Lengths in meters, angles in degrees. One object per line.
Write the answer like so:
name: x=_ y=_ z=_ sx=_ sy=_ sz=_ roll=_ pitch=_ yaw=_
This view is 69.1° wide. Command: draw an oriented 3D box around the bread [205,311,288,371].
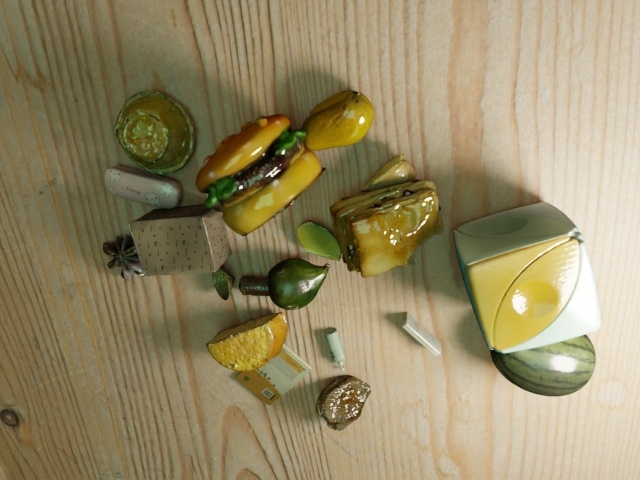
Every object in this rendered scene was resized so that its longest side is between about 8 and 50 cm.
bread: x=-0.274 y=0.421 z=1.855 sx=0.340 sy=0.194 sz=0.179 roll=-21 pitch=93 yaw=14

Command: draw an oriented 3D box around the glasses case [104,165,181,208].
glasses case: x=-0.672 y=-0.200 z=1.757 sx=0.297 sy=0.075 sz=0.113 roll=15 pitch=121 yaw=6

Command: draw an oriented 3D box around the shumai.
shumai: x=0.086 y=0.672 z=1.940 sx=0.184 sy=0.218 sz=0.185 roll=35 pitch=156 yaw=8

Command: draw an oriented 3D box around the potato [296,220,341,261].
potato: x=0.000 y=0.000 z=1.723 sx=0.198 sy=0.054 sz=0.119 roll=30 pitch=113 yaw=-7

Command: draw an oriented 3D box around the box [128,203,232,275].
box: x=-0.515 y=-0.005 z=1.746 sx=0.297 sy=0.190 sz=0.225 roll=-4 pitch=111 yaw=13

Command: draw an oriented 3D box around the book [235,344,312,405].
book: x=-0.205 y=0.570 z=2.000 sx=0.208 sy=0.020 sz=0.295 roll=42 pitch=112 yaw=-7

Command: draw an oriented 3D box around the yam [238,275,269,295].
yam: x=-0.245 y=0.180 z=1.828 sx=0.141 sy=0.079 sz=0.079 roll=1 pitch=111 yaw=9

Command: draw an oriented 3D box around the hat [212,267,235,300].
hat: x=-0.371 y=0.161 z=1.855 sx=0.146 sy=0.067 sz=0.146 roll=28 pitch=126 yaw=46

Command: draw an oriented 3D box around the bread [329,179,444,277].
bread: x=0.226 y=-0.020 z=1.561 sx=0.370 sy=0.191 sz=0.314 roll=-9 pitch=127 yaw=11

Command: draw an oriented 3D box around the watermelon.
watermelon: x=0.774 y=0.391 z=1.604 sx=0.359 sy=0.279 sz=0.279 roll=13 pitch=113 yaw=7

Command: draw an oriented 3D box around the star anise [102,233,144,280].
star anise: x=-0.773 y=0.065 z=1.879 sx=0.236 sy=0.093 sz=0.229 roll=-40 pitch=94 yaw=18

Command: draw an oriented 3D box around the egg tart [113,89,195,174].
egg tart: x=-0.605 y=-0.375 z=1.655 sx=0.315 sy=0.120 sz=0.315 roll=4 pitch=111 yaw=10

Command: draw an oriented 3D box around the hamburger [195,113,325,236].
hamburger: x=-0.217 y=-0.220 z=1.508 sx=0.395 sy=0.396 sz=0.277 roll=-34 pitch=103 yaw=21

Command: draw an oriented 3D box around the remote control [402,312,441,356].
remote control: x=0.387 y=0.360 z=1.770 sx=0.190 sy=0.087 sz=0.029 roll=41 pitch=116 yaw=-7

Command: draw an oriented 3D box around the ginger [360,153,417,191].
ginger: x=0.233 y=-0.201 z=1.577 sx=0.193 sy=0.115 sz=0.122 roll=-33 pitch=118 yaw=32

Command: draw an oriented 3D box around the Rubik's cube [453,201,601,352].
Rubik's cube: x=0.640 y=0.108 z=1.481 sx=0.347 sy=0.351 sz=0.352 roll=-18 pitch=104 yaw=17

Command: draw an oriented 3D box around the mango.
mango: x=0.050 y=-0.384 z=1.523 sx=0.262 sy=0.130 sz=0.167 roll=-17 pitch=112 yaw=23

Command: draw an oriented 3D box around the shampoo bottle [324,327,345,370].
shampoo bottle: x=0.067 y=0.449 z=1.883 sx=0.056 sy=0.056 sz=0.195 roll=-13 pitch=108 yaw=15

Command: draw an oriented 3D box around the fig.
fig: x=-0.077 y=0.150 z=1.721 sx=0.245 sy=0.195 sz=0.195 roll=-20 pitch=106 yaw=21
